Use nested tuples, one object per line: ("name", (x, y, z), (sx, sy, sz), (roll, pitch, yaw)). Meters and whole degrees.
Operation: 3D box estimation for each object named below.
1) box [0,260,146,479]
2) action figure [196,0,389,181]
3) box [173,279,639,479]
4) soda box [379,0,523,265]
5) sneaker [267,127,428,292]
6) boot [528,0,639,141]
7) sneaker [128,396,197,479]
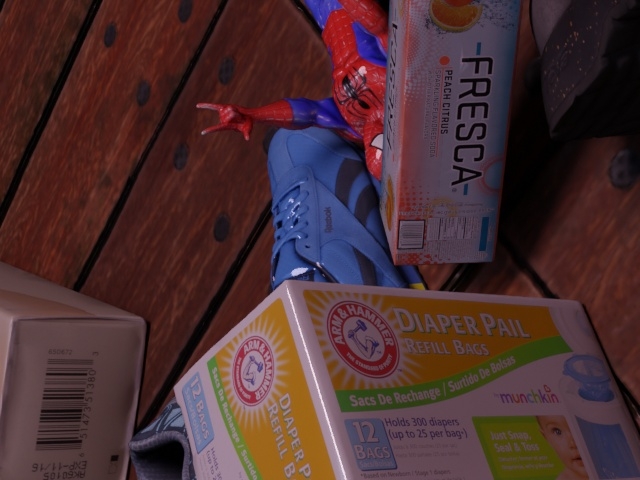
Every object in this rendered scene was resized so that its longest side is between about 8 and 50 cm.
("box", (-0.285, 0.103, 1.083), (0.311, 0.121, 0.148), (12, 96, 51))
("action figure", (-0.015, -0.159, 0.774), (0.091, 0.139, 0.280), (-40, 59, 43))
("box", (0.048, 0.096, 0.608), (0.103, 0.203, 0.114), (-44, 54, 39))
("soda box", (0.066, -0.077, 0.656), (0.063, 0.058, 0.183), (-100, 10, -55))
("sneaker", (0.000, 0.000, 0.777), (0.069, 0.082, 0.209), (-52, 48, 36))
("boot", (0.145, -0.199, 0.513), (0.338, 0.118, 0.222), (130, 133, -66))
("sneaker", (-0.028, 0.168, 0.743), (0.262, 0.125, 0.104), (27, 137, 53))
